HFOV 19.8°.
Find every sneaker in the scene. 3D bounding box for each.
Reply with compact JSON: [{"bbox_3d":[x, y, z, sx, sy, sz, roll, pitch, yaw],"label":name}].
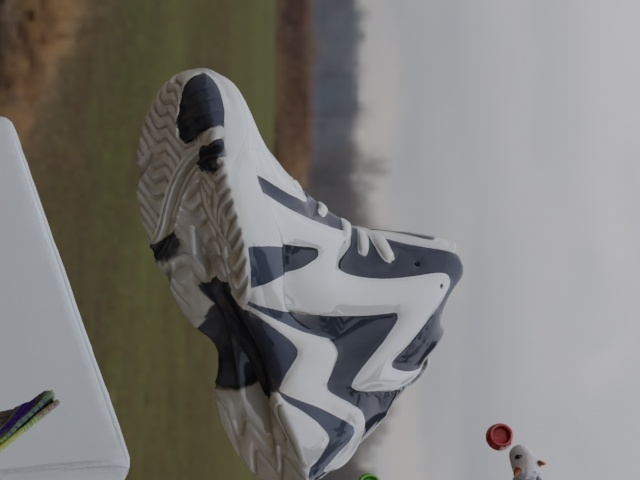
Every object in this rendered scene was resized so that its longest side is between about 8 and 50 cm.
[{"bbox_3d":[0.000,0.000,0.995,0.094,0.153,0.235,-2,-67,52],"label":"sneaker"}]

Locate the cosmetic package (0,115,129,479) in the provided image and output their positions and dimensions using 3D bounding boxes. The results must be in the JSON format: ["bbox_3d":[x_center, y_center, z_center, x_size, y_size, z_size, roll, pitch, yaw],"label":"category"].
[{"bbox_3d":[-0.398,0.134,1.287,0.327,0.394,0.329,65,-36,34],"label":"cosmetic package"}]

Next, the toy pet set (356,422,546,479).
[{"bbox_3d":[0.068,0.156,0.934,0.065,0.122,0.114,99,-32,-72],"label":"toy pet set"}]

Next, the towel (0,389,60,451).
[{"bbox_3d":[-0.146,0.088,0.795,0.009,0.060,0.083,54,-25,-5],"label":"towel"}]
